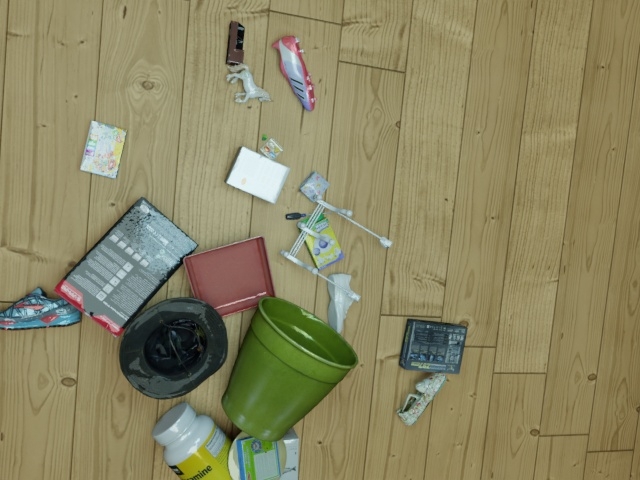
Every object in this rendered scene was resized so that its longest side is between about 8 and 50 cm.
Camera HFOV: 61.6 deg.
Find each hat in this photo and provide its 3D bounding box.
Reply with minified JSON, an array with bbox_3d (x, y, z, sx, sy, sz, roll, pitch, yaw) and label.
[{"bbox_3d":[-0.464,0.321,1.691,0.332,0.134,0.331,-3,99,-21],"label":"hat"}]

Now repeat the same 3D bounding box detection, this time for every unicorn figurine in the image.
[{"bbox_3d":[-0.229,-0.487,1.714,0.111,0.060,0.161,-17,126,9],"label":"unicorn figurine"}]

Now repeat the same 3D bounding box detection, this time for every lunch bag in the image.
[{"bbox_3d":[-0.024,-0.181,1.812,0.071,0.053,0.083,41,74,-18],"label":"lunch bag"}]

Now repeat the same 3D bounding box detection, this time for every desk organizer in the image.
[{"bbox_3d":[-0.267,-0.623,1.704,0.050,0.047,0.130,5,94,-19],"label":"desk organizer"}]

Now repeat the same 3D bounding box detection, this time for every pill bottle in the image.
[{"bbox_3d":[-0.377,0.688,1.719,0.188,0.188,0.333,-39,104,-9],"label":"pill bottle"}]

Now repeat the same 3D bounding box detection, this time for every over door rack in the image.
[{"bbox_3d":[0.064,0.027,1.770,0.324,0.108,0.239,32,84,-13],"label":"over door rack"}]

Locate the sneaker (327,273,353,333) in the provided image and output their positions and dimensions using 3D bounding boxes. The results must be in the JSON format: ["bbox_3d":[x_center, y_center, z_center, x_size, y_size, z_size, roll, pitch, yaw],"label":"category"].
[{"bbox_3d":[0.079,0.220,1.870,0.094,0.080,0.212,-2,94,-28],"label":"sneaker"}]

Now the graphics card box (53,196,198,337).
[{"bbox_3d":[-0.581,0.077,1.630,0.233,0.094,0.371,42,76,-15],"label":"graphics card box"}]

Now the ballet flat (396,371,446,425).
[{"bbox_3d":[0.364,0.569,1.958,0.077,0.091,0.240,33,97,-3],"label":"ballet flat"}]

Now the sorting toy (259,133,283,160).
[{"bbox_3d":[-0.171,-0.310,1.777,0.062,0.012,0.083,-47,105,-7],"label":"sorting toy"}]

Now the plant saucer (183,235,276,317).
[{"bbox_3d":[-0.288,0.117,1.729,0.259,0.047,0.258,-16,122,-14],"label":"plant saucer"}]

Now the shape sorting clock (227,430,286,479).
[{"bbox_3d":[-0.200,0.695,1.713,0.206,0.040,0.206,11,71,-35],"label":"shape sorting clock"}]

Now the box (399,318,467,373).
[{"bbox_3d":[0.418,0.393,1.986,0.233,0.059,0.183,8,92,-17],"label":"box"}]

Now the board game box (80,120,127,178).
[{"bbox_3d":[-0.658,-0.275,1.634,0.104,0.026,0.154,13,91,-16],"label":"board game box"}]

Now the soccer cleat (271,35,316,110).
[{"bbox_3d":[-0.082,-0.541,1.758,0.095,0.083,0.247,-13,105,15],"label":"soccer cleat"}]

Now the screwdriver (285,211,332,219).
[{"bbox_3d":[-0.037,-0.090,1.832,0.170,0.024,0.025,-10,126,-16],"label":"screwdriver"}]

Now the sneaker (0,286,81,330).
[{"bbox_3d":[-0.856,0.202,1.599,0.262,0.104,0.125,-1,81,-22],"label":"sneaker"}]

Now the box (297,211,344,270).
[{"bbox_3d":[0.000,0.000,1.837,0.105,0.043,0.179,-28,103,-12],"label":"box"}]

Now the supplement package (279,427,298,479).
[{"bbox_3d":[-0.136,0.745,1.836,0.105,0.105,0.179,-1,96,-17],"label":"supplement package"}]

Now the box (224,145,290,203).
[{"bbox_3d":[-0.206,-0.211,1.734,0.171,0.091,0.130,24,92,-17],"label":"box"}]

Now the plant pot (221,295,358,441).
[{"bbox_3d":[-0.130,0.425,1.707,0.367,0.366,0.352,31,98,-16],"label":"plant pot"}]
